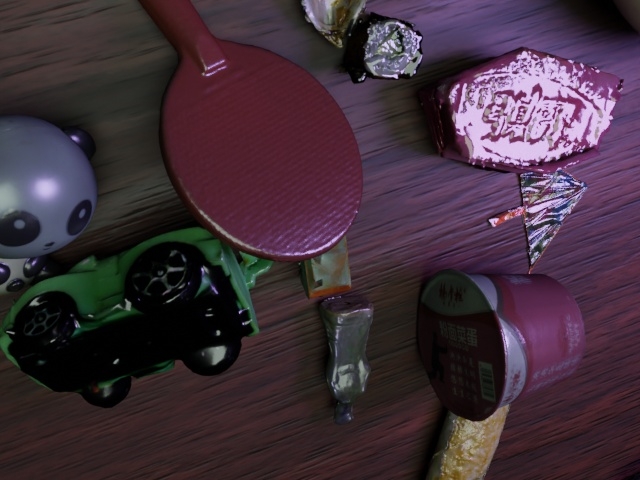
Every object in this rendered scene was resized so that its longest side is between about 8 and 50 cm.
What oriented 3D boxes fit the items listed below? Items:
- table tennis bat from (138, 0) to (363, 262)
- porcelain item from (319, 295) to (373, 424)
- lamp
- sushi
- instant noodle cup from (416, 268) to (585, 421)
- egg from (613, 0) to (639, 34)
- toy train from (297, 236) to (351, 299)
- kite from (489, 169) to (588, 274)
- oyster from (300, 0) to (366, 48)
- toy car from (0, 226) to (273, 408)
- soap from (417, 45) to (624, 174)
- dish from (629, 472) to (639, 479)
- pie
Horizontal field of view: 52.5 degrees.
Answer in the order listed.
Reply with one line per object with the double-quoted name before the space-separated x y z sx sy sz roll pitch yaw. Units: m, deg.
"table tennis bat" -0.100 -0.161 0.838 0.268 0.051 0.415 -37 95 -30
"porcelain item" 0.044 0.199 1.050 0.081 0.069 0.216 -9 109 -25
"lamp" -0.384 -0.038 0.806 0.197 0.198 0.244 14 120 -18
"sushi" 0.085 -0.262 0.907 0.094 0.084 0.098 11 109 -21
"instant noodle cup" 0.284 0.151 1.028 0.178 0.235 0.235 -7 109 -23
"egg" 0.523 -0.407 0.874 0.345 0.283 0.283 38 95 -8
"toy train" 0.000 0.000 0.959 0.072 0.099 0.188 -12 109 -12
"kite" 0.369 -0.056 1.087 0.189 0.009 0.232 -19 111 -9
"oyster" 0.017 -0.339 0.882 0.103 0.051 0.148 7 105 2
"toy car" -0.231 0.085 0.885 0.358 0.176 0.213 -18 142 1
"soap" 0.285 -0.189 0.968 0.289 0.112 0.182 10 94 -15
"dish" 0.682 0.525 1.326 0.190 0.066 0.191 -5 111 -13
"pie" 0.267 0.358 1.162 0.128 0.068 0.282 14 99 -19
